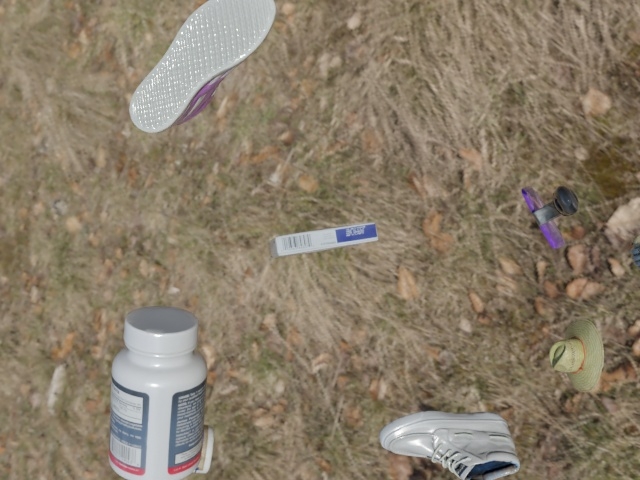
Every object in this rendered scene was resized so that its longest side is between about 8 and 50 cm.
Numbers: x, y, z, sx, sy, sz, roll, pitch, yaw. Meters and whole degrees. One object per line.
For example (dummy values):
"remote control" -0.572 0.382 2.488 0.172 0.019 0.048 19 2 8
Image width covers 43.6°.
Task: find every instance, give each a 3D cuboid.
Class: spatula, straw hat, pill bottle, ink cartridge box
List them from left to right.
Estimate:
"pill bottle" -0.183 0.172 0.910 0.108 0.108 0.180 33 121 55
"pill bottle" -0.210 0.281 1.100 0.067 0.120 0.067 -172 90 -78
"ink cartridge box" 0.000 0.000 1.790 0.224 0.223 0.045 158 103 -81
"spatula" 0.247 -0.033 0.850 0.030 0.296 0.084 -29 83 7
"straw hat" 0.463 0.214 1.496 0.144 0.061 0.144 179 90 -75

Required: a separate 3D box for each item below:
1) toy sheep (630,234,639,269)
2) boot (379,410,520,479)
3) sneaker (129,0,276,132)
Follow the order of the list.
"toy sheep" 0.835 0.043 2.027 0.091 0.091 0.132 -28 90 42
"boot" 0.248 0.397 1.517 0.123 0.258 0.095 -105 14 -52
"sneaker" -0.177 -0.285 1.262 0.282 0.102 0.161 -39 2 11
